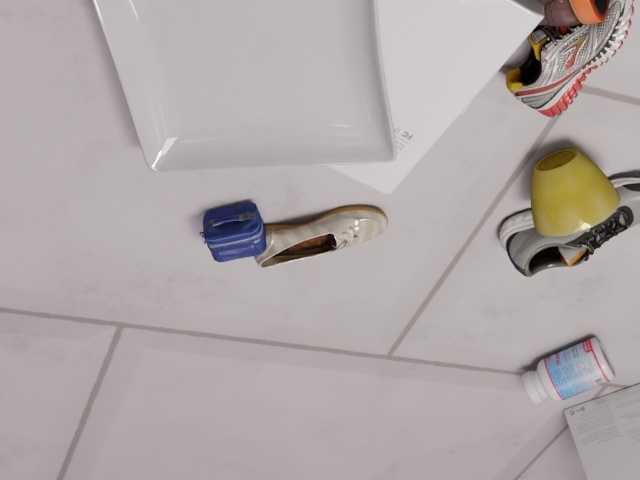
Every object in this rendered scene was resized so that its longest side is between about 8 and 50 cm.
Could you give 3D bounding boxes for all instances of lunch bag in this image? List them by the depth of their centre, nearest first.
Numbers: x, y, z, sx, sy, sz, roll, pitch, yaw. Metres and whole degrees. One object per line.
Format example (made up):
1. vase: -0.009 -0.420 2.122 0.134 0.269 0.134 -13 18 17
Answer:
1. lunch bag: -0.133 -0.015 1.565 0.098 0.067 0.065 -12 138 3

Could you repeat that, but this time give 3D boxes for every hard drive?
1. hard drive: 0.086 -0.225 1.341 0.233 0.047 0.353 25 134 -16

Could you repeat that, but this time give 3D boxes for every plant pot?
1. plant pot: 0.371 -0.081 1.566 0.134 0.134 0.095 -22 112 13

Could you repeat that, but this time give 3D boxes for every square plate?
1. square plate: -0.089 -0.232 1.292 0.344 0.049 0.347 -2 135 9

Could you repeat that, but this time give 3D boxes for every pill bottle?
1. pill bottle: 0.470 0.253 1.976 0.160 0.087 0.087 -26 136 17

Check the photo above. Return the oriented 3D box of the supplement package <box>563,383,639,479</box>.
1. supplement package: 0.648 0.466 2.119 0.199 0.263 0.198 -22 137 13

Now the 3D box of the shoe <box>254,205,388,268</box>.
1. shoe: 0.000 0.000 1.616 0.219 0.058 0.076 -11 139 0

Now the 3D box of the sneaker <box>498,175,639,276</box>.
1. sneaker: 0.426 -0.015 1.654 0.271 0.108 0.100 -22 136 11

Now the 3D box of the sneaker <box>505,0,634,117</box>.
1. sneaker: 0.329 -0.262 1.372 0.092 0.088 0.225 19 127 -19

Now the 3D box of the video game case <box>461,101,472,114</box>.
1. video game case: 0.160 -0.243 1.408 0.157 0.019 0.143 11 134 -22

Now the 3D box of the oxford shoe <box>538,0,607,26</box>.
1. oxford shoe: 0.254 -0.361 1.243 0.098 0.097 0.271 -6 133 36
